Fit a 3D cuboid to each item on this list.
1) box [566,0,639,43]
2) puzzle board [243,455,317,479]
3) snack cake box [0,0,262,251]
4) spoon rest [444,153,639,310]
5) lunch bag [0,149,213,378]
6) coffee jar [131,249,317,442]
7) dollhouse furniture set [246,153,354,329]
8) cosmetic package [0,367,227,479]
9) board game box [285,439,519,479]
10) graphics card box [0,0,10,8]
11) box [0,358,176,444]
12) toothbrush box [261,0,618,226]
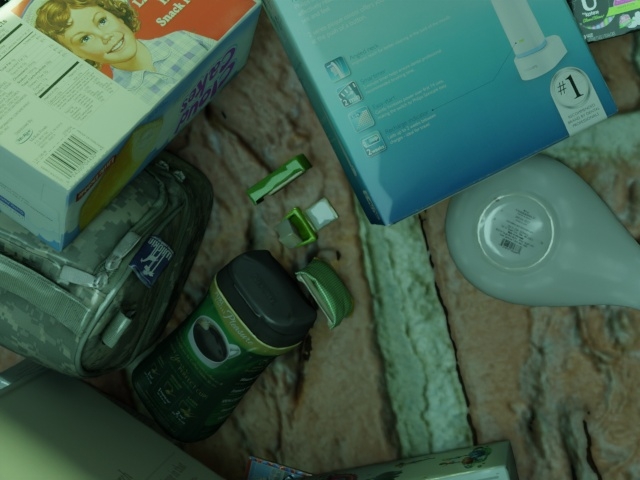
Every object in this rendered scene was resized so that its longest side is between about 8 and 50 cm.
[{"bbox_3d":[0.240,-0.213,1.165,0.062,0.052,0.083,-13,95,12],"label":"box"},{"bbox_3d":[-0.038,0.282,1.327,0.096,0.011,0.128,15,101,9],"label":"puzzle board"},{"bbox_3d":[-0.185,-0.136,1.107,0.152,0.264,0.089,34,146,9],"label":"snack cake box"},{"bbox_3d":[0.236,0.021,1.202,0.276,0.084,0.137,30,103,19],"label":"spoon rest"},{"bbox_3d":[-0.267,-0.010,1.201,0.305,0.256,0.212,26,104,6],"label":"lunch bag"},{"bbox_3d":[-0.087,0.096,1.250,0.184,0.079,0.096,-47,71,28],"label":"coffee jar"},{"bbox_3d":[0.000,0.000,1.240,0.059,0.076,0.151,-33,90,13],"label":"dollhouse furniture set"},{"bbox_3d":[-0.187,0.359,1.084,0.394,0.327,0.329,34,98,3],"label":"cosmetic package"},{"bbox_3d":[0.049,0.325,1.263,0.304,0.097,0.224,-12,97,10],"label":"board game box"},{"bbox_3d":[-0.345,-0.356,1.207,0.233,0.094,0.370,1,101,37],"label":"graphics card box"},{"bbox_3d":[-0.247,0.212,1.318,0.171,0.091,0.130,29,103,6],"label":"box"},{"bbox_3d":[0.077,-0.188,1.139,0.216,0.126,0.295,-28,94,-3],"label":"toothbrush box"}]
